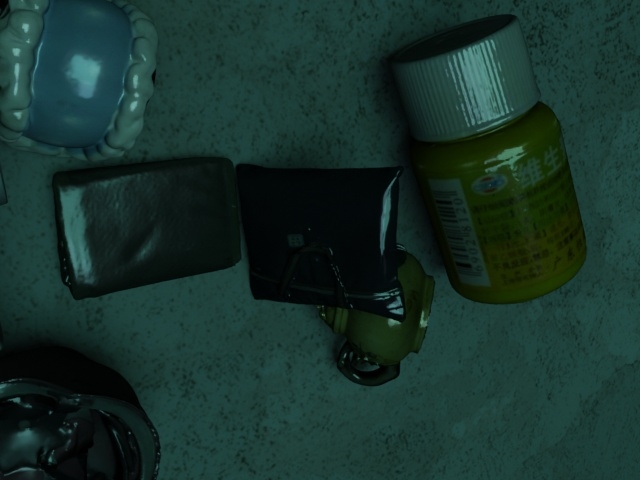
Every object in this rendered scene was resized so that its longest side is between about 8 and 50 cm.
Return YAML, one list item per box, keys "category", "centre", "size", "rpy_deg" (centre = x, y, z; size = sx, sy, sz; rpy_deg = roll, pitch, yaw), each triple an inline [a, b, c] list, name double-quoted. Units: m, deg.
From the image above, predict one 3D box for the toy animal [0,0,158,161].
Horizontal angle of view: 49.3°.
- category: "toy animal"
  centre: [-0.295, -0.198, 0.799]
  size: [0.204, 0.156, 0.208]
  rpy_deg: [12, 93, -31]

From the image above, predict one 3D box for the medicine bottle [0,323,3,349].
- category: "medicine bottle"
  centre: [-0.529, 0.087, 0.721]
  size: [0.339, 0.208, 0.208]
  rpy_deg: [-17, 109, -22]

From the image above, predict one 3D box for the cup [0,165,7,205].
- category: "cup"
  centre: [-0.478, -0.099, 0.636]
  size: [0.326, 0.322, 0.237]
  rpy_deg: [-13, 100, -23]

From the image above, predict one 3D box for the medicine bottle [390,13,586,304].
- category: "medicine bottle"
  centre: [0.249, -0.117, 1.042]
  size: [0.224, 0.224, 0.385]
  rpy_deg: [-29, 112, -17]

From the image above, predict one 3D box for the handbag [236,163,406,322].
- category: "handbag"
  centre: [0.000, 0.000, 0.956]
  size: [0.088, 0.254, 0.211]
  rpy_deg: [-29, 119, -57]

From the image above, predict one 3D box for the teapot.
- category: "teapot"
  centre: [0.069, 0.105, 1.059]
  size: [0.182, 0.173, 0.270]
  rpy_deg: [12, 117, 4]

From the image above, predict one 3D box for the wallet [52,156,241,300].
- category: "wallet"
  centre: [-0.225, -0.022, 0.936]
  size: [0.245, 0.052, 0.169]
  rpy_deg: [-10, 106, -28]

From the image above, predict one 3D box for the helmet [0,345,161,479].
- category: "helmet"
  centre: [-0.374, 0.256, 0.844]
  size: [0.338, 0.197, 0.271]
  rpy_deg: [-18, 117, -16]
